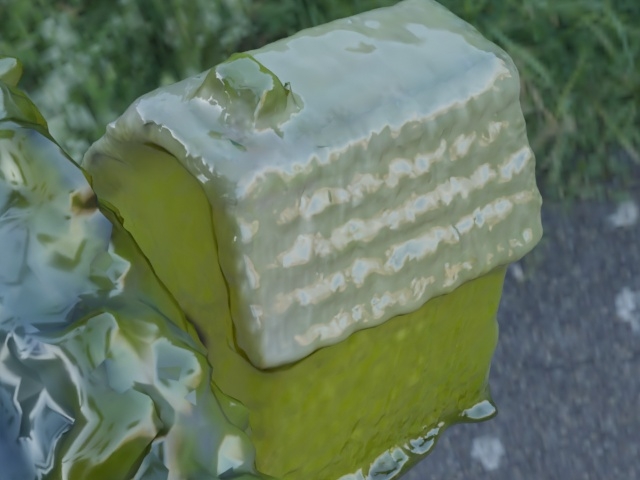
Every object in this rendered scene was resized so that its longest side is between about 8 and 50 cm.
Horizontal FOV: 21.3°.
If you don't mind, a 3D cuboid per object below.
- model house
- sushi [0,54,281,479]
[{"bbox_3d":[0.000,0.000,0.824,0.193,0.234,0.175,-23,58,-32],"label":"model house"},{"bbox_3d":[-0.206,0.093,0.513,0.351,0.240,0.396,-33,81,-9],"label":"sushi"}]
